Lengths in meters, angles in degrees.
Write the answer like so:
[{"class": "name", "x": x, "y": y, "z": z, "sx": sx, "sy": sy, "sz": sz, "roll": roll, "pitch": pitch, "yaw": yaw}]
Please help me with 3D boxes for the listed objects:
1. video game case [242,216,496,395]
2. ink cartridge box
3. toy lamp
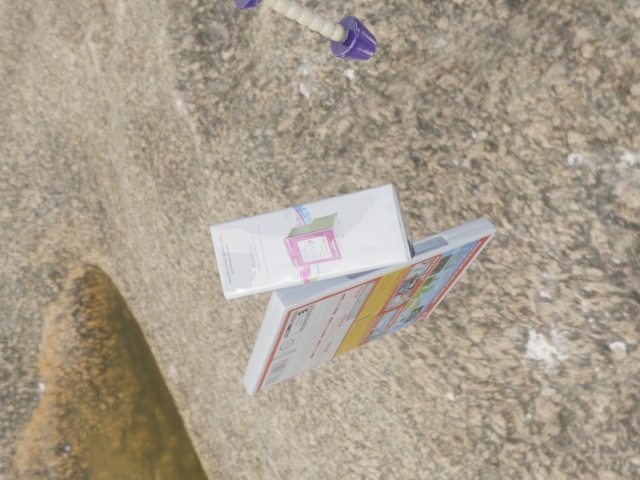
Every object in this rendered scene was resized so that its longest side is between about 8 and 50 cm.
[{"class": "video game case", "x": 0.055, "y": 0.077, "z": 0.628, "sx": 0.025, "sy": 0.285, "sz": 0.204, "roll": 57, "pitch": 147, "yaw": 26}, {"class": "ink cartridge box", "x": 0.000, "y": 0.000, "z": 0.375, "sx": 0.122, "sy": 0.088, "sz": 0.052, "roll": -11, "pitch": 90, "yaw": 10}, {"class": "toy lamp", "x": -0.014, "y": -0.381, "z": 0.938, "sx": 0.080, "sy": 0.275, "sz": 0.080, "roll": -13, "pitch": 73, "yaw": 50}]
